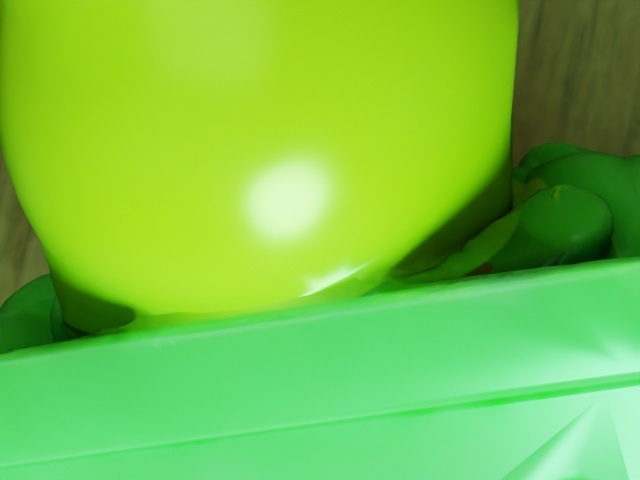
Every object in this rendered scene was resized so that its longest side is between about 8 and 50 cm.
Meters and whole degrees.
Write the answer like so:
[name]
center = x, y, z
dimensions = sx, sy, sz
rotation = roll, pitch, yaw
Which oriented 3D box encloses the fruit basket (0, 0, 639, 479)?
[fruit basket]
center = 0.000, 0.000, 0.551
dimensions = 0.392, 0.283, 0.392
rotation = 1, 93, 14
